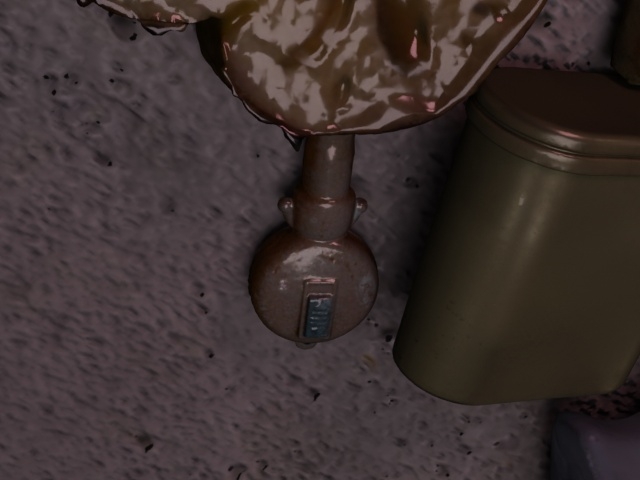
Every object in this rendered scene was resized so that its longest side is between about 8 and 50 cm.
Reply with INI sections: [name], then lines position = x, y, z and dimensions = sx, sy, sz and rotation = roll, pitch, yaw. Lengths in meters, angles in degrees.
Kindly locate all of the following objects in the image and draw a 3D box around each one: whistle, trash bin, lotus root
[whistle]
position = 0.000, 0.000, 0.948
dimensions = 0.107, 0.057, 0.220
rotation = 1, 120, -11
[trash bin]
position = 0.192, 0.000, 0.932
dimensions = 0.243, 0.121, 0.247
rotation = -2, 125, -29
[lotus root]
position = 0.002, -0.260, 0.779
dimensions = 0.375, 0.111, 0.390
rotation = -40, 115, 11

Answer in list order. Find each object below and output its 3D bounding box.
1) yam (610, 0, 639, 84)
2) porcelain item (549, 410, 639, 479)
[yam]
position = 0.288, -0.260, 0.848
dimensions = 0.067, 0.071, 0.317
rotation = -13, 129, -46
[porcelain item]
position = 0.419, 0.210, 1.073
dimensions = 0.405, 0.178, 0.243
rotation = -10, 120, -7
